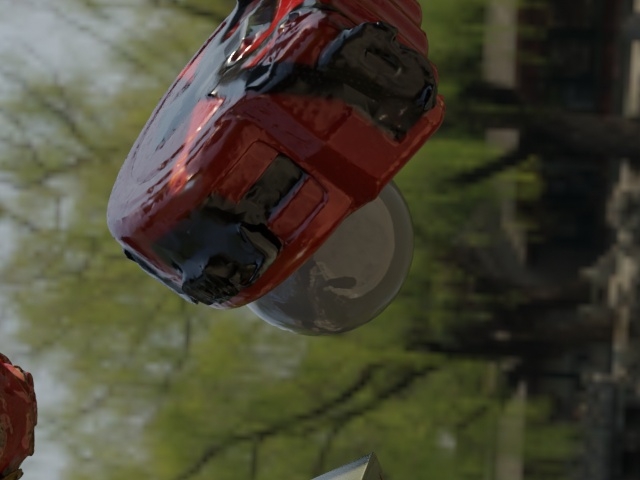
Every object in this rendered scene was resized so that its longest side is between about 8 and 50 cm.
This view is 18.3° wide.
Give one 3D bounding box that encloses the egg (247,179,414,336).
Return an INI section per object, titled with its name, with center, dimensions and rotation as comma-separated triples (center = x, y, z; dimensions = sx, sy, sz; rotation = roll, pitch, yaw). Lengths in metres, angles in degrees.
[egg]
center = 0.000, 0.000, 1.531
dimensions = 0.198, 0.146, 0.146
rotation = -12, -76, -82

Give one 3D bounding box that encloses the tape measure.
[tape measure]
center = -0.034, -0.074, 1.295
dimensions = 0.260, 0.114, 0.253
rotation = -46, 17, 18

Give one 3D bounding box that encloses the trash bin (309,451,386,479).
[trash bin]
center = -0.005, 0.166, 1.152
dimensions = 0.043, 0.092, 0.061
rotation = 65, -165, -9

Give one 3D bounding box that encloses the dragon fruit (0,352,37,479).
[dragon fruit]
center = -0.291, 0.151, 1.556
dimensions = 0.166, 0.136, 0.133
rotation = -7, -121, -55
